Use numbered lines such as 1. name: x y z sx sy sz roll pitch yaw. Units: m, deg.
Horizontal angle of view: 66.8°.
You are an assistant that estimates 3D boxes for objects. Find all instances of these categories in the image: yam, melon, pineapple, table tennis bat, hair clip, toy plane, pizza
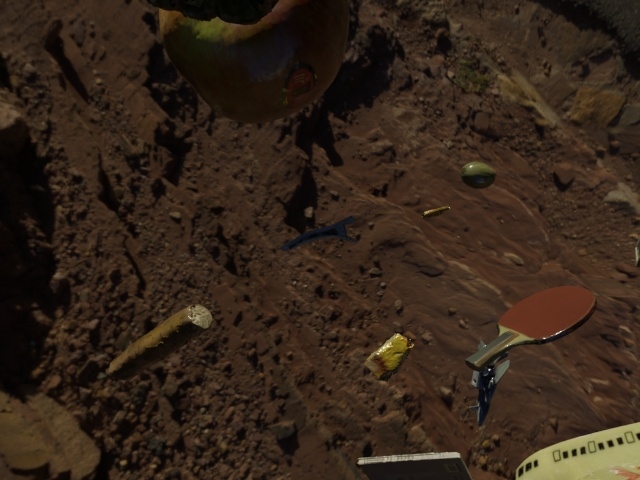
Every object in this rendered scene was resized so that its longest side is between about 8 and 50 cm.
1. yam: -0.253 0.165 0.755 0.241 0.056 0.057 -32 74 30
2. melon: 0.569 -0.235 1.753 0.130 0.098 0.098 10 91 -10
3. pineapple: 0.233 0.419 1.722 0.114 0.186 0.236 41 139 18
4. table tennis bat: 0.312 0.130 0.729 0.220 0.130 0.019 -30 100 -11
5. hair clip: 0.000 0.000 0.696 0.115 0.030 0.039 -18 78 11
6. toy plane: 0.530 0.473 1.587 0.088 0.212 0.267 16 90 -8
7. toy plane: 0.262 0.188 0.396 0.244 0.229 0.092 -45 59 27
8. pizza: 0.431 -0.100 1.877 0.108 0.122 0.026 -32 74 65

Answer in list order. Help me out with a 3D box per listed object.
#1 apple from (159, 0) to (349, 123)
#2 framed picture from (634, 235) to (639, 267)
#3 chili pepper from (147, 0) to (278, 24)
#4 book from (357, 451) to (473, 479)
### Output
1. apple: -0.132 -0.449 1.040 0.400 0.333 0.401 0 84 2
2. framed picture: 1.078 -0.055 1.573 0.023 0.189 0.260 19 116 25
3. chili pepper: -0.148 -0.412 0.577 0.233 0.248 0.257 13 91 15
4. book: 0.170 0.411 0.843 0.181 0.014 0.127 -15 123 23
